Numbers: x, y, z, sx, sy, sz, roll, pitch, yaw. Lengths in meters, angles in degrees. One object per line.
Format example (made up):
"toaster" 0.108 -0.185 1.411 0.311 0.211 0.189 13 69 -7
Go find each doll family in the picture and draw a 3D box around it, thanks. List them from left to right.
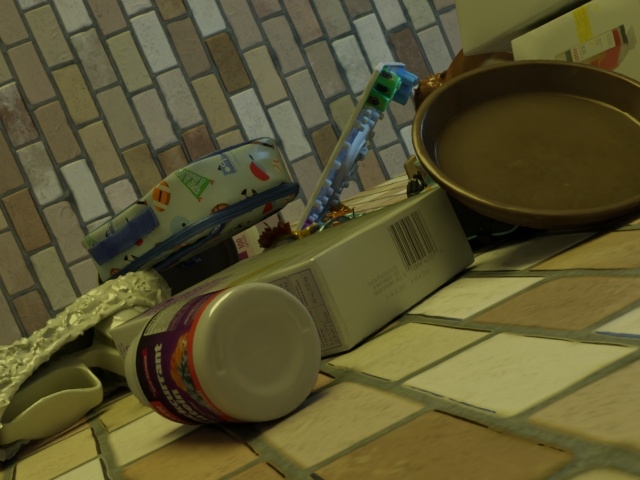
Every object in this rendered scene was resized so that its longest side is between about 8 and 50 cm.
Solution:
"doll family" 0.000 0.000 1.533 0.262 0.118 0.163 -23 4 8

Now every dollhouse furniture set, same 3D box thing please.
"dollhouse furniture set" 0.190 -0.091 1.693 0.081 0.114 0.091 -20 1 -5

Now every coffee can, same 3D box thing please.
"coffee can" -0.263 0.051 1.795 0.201 0.202 0.275 -25 4 -17

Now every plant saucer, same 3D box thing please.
"plant saucer" 0.232 -0.099 1.095 0.277 0.041 0.278 -2 40 2

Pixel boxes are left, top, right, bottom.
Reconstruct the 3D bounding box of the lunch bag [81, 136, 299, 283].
"lunch bag" -0.193 -0.030 1.509 0.243 0.115 0.303 -28 -1 -44

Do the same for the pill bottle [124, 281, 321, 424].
"pill bottle" -0.092 0.099 0.888 0.108 0.108 0.193 -26 5 -32

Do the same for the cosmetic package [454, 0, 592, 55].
"cosmetic package" 0.377 -0.395 1.545 0.217 0.156 0.385 -8 -3 -26

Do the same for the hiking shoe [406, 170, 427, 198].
"hiking shoe" 0.216 -0.097 1.466 0.226 0.086 0.114 -33 -28 -8

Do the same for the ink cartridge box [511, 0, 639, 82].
"ink cartridge box" 0.486 -0.257 1.433 0.279 0.161 0.384 -9 -2 -24

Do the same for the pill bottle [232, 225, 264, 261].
"pill bottle" -0.277 0.044 2.161 0.301 0.169 0.169 -26 5 -17

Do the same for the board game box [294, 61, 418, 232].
"board game box" 0.068 -0.156 2.052 0.390 0.050 0.390 -63 -5 13

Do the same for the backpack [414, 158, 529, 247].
"backpack" 0.216 -0.082 1.246 0.188 0.144 0.166 -23 -2 -30

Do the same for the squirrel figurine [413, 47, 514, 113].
"squirrel figurine" 0.409 -0.311 2.236 0.397 0.281 0.370 -17 1 39

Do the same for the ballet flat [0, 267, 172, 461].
"ballet flat" -0.292 0.162 1.301 0.147 0.147 0.409 -20 9 41

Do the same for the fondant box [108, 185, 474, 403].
"fondant box" -0.035 0.061 1.147 0.330 0.096 0.238 -21 5 42
